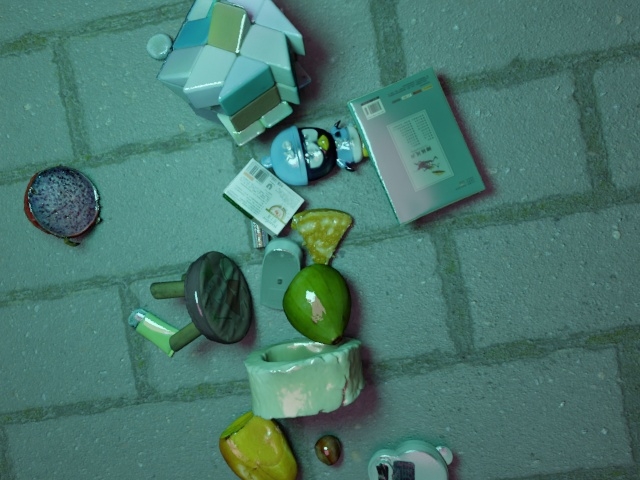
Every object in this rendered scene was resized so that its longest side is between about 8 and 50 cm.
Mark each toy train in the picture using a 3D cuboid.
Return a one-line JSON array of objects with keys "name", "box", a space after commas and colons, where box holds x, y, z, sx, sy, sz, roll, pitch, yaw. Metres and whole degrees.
[{"name": "toy train", "box": [-0.195, -0.104, 1.469, 0.055, 0.048, 0.251, -7, 92, 4]}]

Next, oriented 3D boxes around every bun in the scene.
[{"name": "bun", "box": [-0.486, -0.587, 1.473, 0.084, 0.045, 0.083, 0, 91, 3]}]

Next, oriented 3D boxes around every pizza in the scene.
[{"name": "pizza", "box": [0.000, 0.000, 1.447, 0.188, 0.062, 0.198, 2, 102, -17]}]

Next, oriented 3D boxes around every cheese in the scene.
[{"name": "cheese", "box": [-0.035, 0.374, 1.357, 0.333, 0.292, 0.153, -10, 92, -2]}]

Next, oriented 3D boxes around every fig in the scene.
[{"name": "fig", "box": [0.008, 0.187, 1.373, 0.203, 0.203, 0.225, -41, 57, 6]}]

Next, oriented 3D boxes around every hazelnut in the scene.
[{"name": "hazelnut", "box": [0.024, 0.634, 1.476, 0.086, 0.086, 0.086, 0, 93, 5]}]

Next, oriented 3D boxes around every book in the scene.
[{"name": "book", "box": [0.266, -0.261, 1.346, 0.264, 0.031, 0.379, -22, 89, 1]}]

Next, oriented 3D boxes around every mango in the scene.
[{"name": "mango", "box": [-0.179, 0.652, 1.465, 0.187, 0.138, 0.256, -32, 93, -12]}]

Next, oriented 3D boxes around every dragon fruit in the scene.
[{"name": "dragon fruit", "box": [-0.806, -0.106, 1.475, 0.148, 0.218, 0.223, -7, 134, 35]}]

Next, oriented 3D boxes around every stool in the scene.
[{"name": "stool", "box": [-0.338, 0.180, 1.402, 0.179, 0.272, 0.271, -18, 91, 21]}]

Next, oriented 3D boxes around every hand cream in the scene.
[{"name": "hand cream", "box": [-0.520, 0.281, 1.523, 0.175, 0.046, 0.095, 34, 95, -4]}]

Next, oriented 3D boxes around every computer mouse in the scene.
[{"name": "computer mouse", "box": [-0.117, 0.102, 1.461, 0.128, 0.079, 0.230, 11, 109, 3]}]

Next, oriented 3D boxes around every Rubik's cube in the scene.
[{"name": "Rubik's cube", "box": [-0.214, -0.463, 1.297, 0.368, 0.358, 0.386, 20, 81, 11]}]

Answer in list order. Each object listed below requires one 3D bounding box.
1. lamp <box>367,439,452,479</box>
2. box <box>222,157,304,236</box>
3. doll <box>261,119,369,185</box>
[{"name": "lamp", "box": [0.264, 0.679, 1.435, 0.246, 0.108, 0.179, 0, 89, 7]}, {"name": "box", "box": [-0.167, -0.122, 1.414, 0.199, 0.081, 0.135, 39, 76, -7]}, {"name": "doll", "box": [-0.016, -0.256, 1.399, 0.314, 0.141, 0.177, -14, 79, 0]}]
